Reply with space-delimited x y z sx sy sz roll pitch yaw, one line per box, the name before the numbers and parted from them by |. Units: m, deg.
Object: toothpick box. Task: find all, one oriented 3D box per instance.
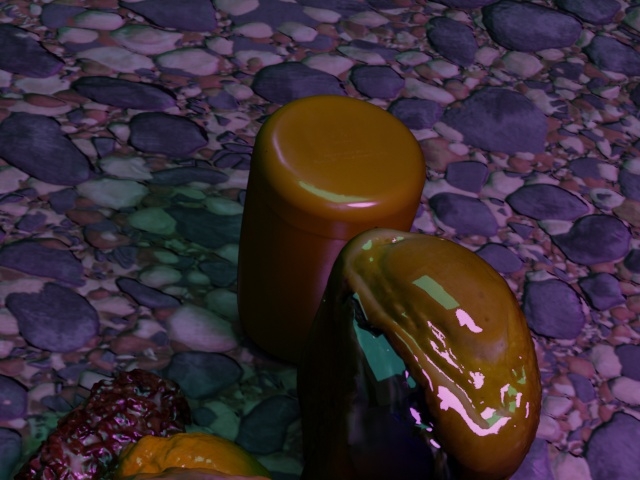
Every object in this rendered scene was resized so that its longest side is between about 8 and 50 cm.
toothpick box | 0.000 0.000 1.949 0.175 0.271 0.175 7 45 -7

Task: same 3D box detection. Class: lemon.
lemon | -0.108 0.247 1.713 0.187 0.142 0.142 42 42 -3

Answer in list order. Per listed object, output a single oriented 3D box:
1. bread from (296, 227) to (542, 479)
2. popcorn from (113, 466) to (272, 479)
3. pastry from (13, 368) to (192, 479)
bread | 0.085 0.142 1.722 0.208 0.376 0.251 -4 71 -5
popcorn | -0.070 0.353 1.470 0.344 0.390 0.354 -2 80 13
pastry | -0.203 0.195 1.803 0.115 0.097 0.208 35 42 12
